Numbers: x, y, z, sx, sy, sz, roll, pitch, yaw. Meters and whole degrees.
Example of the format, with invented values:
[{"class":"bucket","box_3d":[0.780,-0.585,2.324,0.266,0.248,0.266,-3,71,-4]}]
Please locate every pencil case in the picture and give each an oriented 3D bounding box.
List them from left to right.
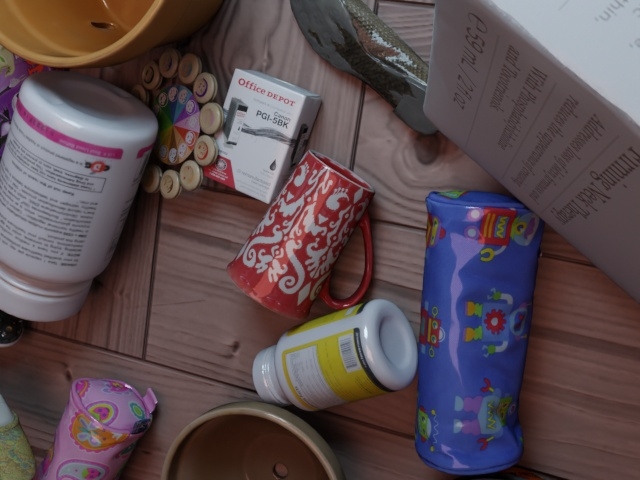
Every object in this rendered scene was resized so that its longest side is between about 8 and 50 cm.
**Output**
[{"class":"pencil case","box_3d":[-0.323,0.317,1.023,0.124,0.124,0.284,32,106,13]},{"class":"pencil case","box_3d":[0.170,0.092,0.817,0.133,0.119,0.306,0,98,-18]}]

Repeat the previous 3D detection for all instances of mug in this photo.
[{"class":"mug","box_3d":[-0.006,-0.005,0.889,0.169,0.150,0.113,-59,41,12]}]

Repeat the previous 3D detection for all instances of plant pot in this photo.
[{"class":"plant pot","box_3d":[-0.229,-0.333,0.857,0.290,0.203,0.291,2,97,20]},{"class":"plant pot","box_3d":[-0.066,0.302,0.931,0.237,0.109,0.238,3,98,20]}]

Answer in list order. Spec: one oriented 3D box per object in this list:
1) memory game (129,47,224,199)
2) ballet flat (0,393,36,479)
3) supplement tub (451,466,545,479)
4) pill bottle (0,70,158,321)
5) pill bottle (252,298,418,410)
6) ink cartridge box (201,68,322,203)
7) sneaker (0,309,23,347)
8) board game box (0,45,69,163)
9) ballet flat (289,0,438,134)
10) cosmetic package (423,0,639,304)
[{"class":"memory game","box_3d":[-0.186,-0.142,0.935,0.186,0.012,0.186,1,91,39]},{"class":"ballet flat","box_3d":[-0.501,0.213,1.034,0.348,0.123,0.123,23,105,36]},{"class":"supplement tub","box_3d":[0.162,0.362,0.735,0.207,0.338,0.207,3,98,20]},{"class":"pill bottle","box_3d":[-0.319,-0.049,0.939,0.160,0.160,0.283,33,115,13]},{"class":"pill bottle","box_3d":[0.013,0.139,0.878,0.184,0.103,0.103,-22,89,34]},{"class":"ink cartridge box","box_3d":[-0.070,-0.125,0.905,0.099,0.056,0.135,24,105,16]},{"class":"sneaker","box_3d":[-0.528,0.102,1.093,0.237,0.085,0.086,19,131,12]},{"class":"board game box","box_3d":[-0.457,-0.273,1.031,0.208,0.056,0.347,-19,90,16]},{"class":"ballet flat","box_3d":[0.061,-0.215,0.852,0.250,0.058,0.084,45,144,15]},{"class":"cosmetic package","box_3d":[0.331,-0.131,0.576,0.393,0.329,0.327,44,89,10]}]
